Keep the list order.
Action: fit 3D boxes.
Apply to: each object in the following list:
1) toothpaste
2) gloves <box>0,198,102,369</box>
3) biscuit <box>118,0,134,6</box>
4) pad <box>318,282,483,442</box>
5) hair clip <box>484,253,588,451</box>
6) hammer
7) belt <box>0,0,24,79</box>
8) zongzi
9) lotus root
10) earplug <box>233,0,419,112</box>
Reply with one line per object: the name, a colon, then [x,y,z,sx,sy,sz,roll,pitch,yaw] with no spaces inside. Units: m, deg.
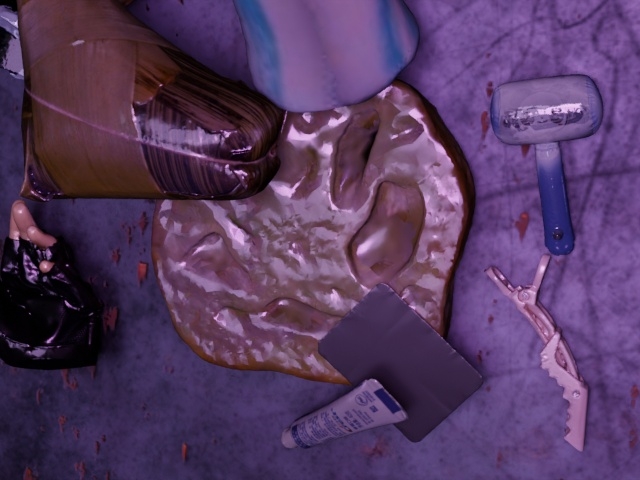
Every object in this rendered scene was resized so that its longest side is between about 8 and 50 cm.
toothpaste: [0.018,0.203,1.284,0.062,0.037,0.216,45,142,-9]
gloves: [-0.350,0.051,1.396,0.164,0.124,0.203,-2,75,-3]
biscuit: [-0.268,-0.456,1.244,0.368,0.076,0.394,-16,98,47]
pad: [0.085,0.133,1.235,0.157,0.003,0.112,44,107,-1]
hair clip: [0.258,0.119,1.242,0.072,0.034,0.226,-25,90,19]
hammer: [0.246,-0.076,1.209,0.116,0.069,0.193,-5,104,18]
belt: [-0.331,-0.234,1.328,0.198,0.151,0.078,23,103,10]
zongzi: [-0.186,-0.197,1.161,0.289,0.154,0.317,1,108,23]
lotus root: [0.000,0.000,1.279,0.390,0.111,0.375,-41,88,17]
earplug: [-0.029,-0.302,1.095,0.185,0.185,0.324,-4,137,19]
